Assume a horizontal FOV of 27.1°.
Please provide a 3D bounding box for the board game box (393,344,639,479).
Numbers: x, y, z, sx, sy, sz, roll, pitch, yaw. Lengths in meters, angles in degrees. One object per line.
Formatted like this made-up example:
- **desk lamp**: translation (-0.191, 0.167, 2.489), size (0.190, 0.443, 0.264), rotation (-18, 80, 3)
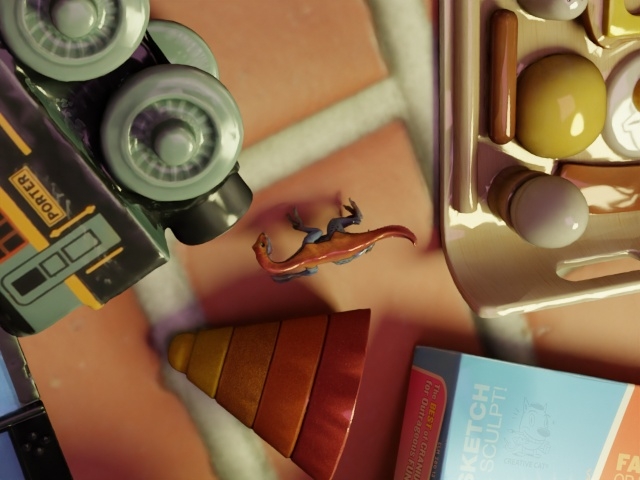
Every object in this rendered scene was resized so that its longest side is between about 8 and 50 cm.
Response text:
- **board game box**: translation (0.156, 0.250, 0.952), size (0.242, 0.064, 0.316), rotation (12, 85, -26)

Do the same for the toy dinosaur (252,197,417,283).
- **toy dinosaur**: translation (0.000, 0.000, 0.854), size (0.082, 0.090, 0.047), rotation (-28, 103, -46)

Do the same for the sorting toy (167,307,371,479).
- **sorting toy**: translation (-0.069, 0.199, 0.826), size (0.126, 0.127, 0.365), rotation (16, 71, -2)

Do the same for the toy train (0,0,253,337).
- **toy train**: translation (-0.179, -0.103, 0.710), size (0.190, 0.142, 0.334), rotation (-35, 118, 3)

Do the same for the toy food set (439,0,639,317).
- **toy food set**: translation (0.196, -0.110, 0.877), size (0.220, 0.092, 0.306), rotation (-9, 112, -19)

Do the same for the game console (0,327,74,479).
- **game console**: translation (-0.225, 0.122, 0.804), size (0.122, 0.107, 0.071), rotation (-22, 143, -13)
